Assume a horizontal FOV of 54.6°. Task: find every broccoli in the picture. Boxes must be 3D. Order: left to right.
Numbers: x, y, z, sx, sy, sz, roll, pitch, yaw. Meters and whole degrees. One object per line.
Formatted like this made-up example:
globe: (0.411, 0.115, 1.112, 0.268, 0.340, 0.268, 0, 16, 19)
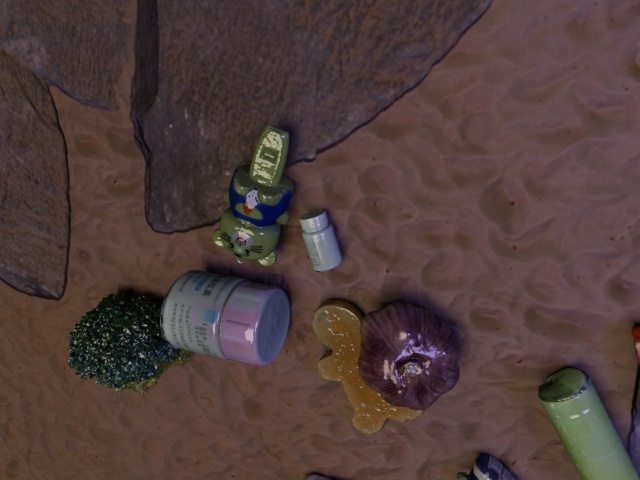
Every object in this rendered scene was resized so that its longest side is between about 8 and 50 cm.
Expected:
broccoli: (-0.330, 0.195, 1.115, 0.219, 0.194, 0.194, -3, 114, 2)

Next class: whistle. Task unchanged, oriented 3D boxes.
whistle: (-0.090, -0.058, 0.897, 0.105, 0.085, 0.227, 23, 121, 4)

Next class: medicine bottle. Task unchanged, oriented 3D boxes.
medicine bottle: (-0.147, 0.122, 0.980, 0.168, 0.135, 0.135, 10, 117, 22)
medicine bottle: (0.000, 0.000, 0.904, 0.047, 0.047, 0.083, -9, 108, 28)

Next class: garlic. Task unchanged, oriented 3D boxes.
garlic: (0.126, 0.165, 0.874, 0.147, 0.102, 0.159, -26, 97, -6)

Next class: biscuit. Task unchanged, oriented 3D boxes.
biscuit: (0.067, 0.194, 0.974, 0.153, 0.030, 0.234, -27, 100, 28)

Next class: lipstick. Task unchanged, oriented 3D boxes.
lipstick: (0.392, 0.315, 0.853, 0.076, 0.076, 0.304, -23, 103, 32)

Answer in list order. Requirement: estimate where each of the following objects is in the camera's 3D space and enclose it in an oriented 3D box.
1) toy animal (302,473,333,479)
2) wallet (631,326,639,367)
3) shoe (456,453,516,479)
toy animal: (0.088, 0.596, 1.073, 0.266, 0.188, 0.308, -1, 109, 16)
wallet: (0.498, 0.157, 0.745, 0.204, 0.045, 0.142, -12, 106, 28)
shoe: (0.279, 0.399, 0.952, 0.143, 0.064, 0.071, 43, 123, 4)
